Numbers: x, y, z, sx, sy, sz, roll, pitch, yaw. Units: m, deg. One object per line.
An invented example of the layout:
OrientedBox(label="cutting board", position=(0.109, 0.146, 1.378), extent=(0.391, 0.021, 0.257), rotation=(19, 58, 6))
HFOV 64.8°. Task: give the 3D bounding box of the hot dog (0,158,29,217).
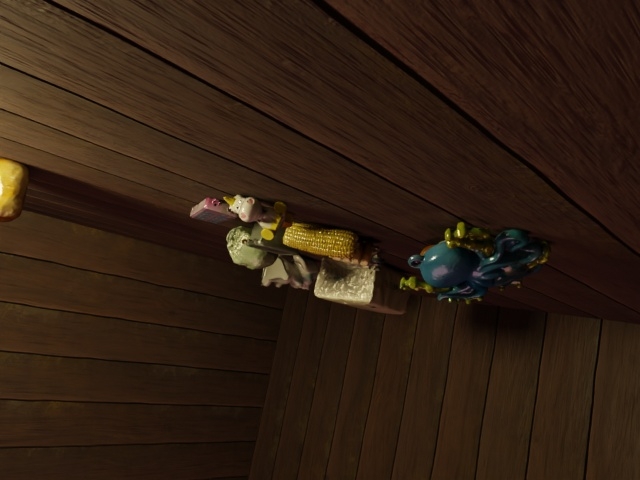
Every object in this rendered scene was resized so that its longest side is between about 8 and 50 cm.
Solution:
OrientedBox(label="hot dog", position=(-1.088, -0.169, 1.632), extent=(0.223, 0.185, 0.405), rotation=(16, 170, -35))

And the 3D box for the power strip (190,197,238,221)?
OrientedBox(label="power strip", position=(-0.347, -0.092, 1.638), extent=(0.109, 0.037, 0.279), rotation=(16, 170, -22))

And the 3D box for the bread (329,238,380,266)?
OrientedBox(label="bread", position=(0.109, 0.034, 1.676), extent=(0.177, 0.084, 0.119), rotation=(8, -169, 7))

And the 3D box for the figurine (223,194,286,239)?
OrientedBox(label="figurine", position=(-0.181, -0.078, 1.379), extent=(0.178, 0.109, 0.129), rotation=(19, -169, -23))

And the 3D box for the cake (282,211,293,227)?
OrientedBox(label="cake", position=(-0.122, -0.065, 1.509), extent=(0.084, 0.044, 0.084), rotation=(9, 171, 1))

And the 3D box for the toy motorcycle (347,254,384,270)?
OrientedBox(label="toy motorcycle", position=(0.154, 0.068, 1.913), extent=(0.151, 0.074, 0.229), rotation=(8, -179, -9))

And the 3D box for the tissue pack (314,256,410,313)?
OrientedBox(label="tissue pack", position=(0.201, 0.204, 2.273), extent=(0.297, 0.207, 0.380), rotation=(4, 168, 37))

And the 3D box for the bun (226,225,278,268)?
OrientedBox(label="bun", position=(-0.261, 0.038, 1.895), extent=(0.204, 0.126, 0.212), rotation=(18, -163, -12))

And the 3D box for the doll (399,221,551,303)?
OrientedBox(label="doll", position=(0.393, 0.054, 1.290), extent=(0.342, 0.098, 0.346), rotation=(2, 146, -3))

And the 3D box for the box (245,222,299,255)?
OrientedBox(label="box", position=(-0.159, -0.008, 1.757), extent=(0.172, 0.092, 0.124), rotation=(17, 169, -33))

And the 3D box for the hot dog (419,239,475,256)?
OrientedBox(label="hot dog", position=(0.360, 0.031, 1.436), extent=(0.092, 0.062, 0.236), rotation=(6, 171, -17))

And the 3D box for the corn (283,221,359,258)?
OrientedBox(label="corn", position=(0.000, 0.000, 1.600), extent=(0.244, 0.093, 0.093), rotation=(9, 171, 15))

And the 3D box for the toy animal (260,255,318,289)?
OrientedBox(label="toy animal", position=(-0.156, 0.154, 2.565), extent=(0.249, 0.174, 0.289), rotation=(-6, 164, 24))
